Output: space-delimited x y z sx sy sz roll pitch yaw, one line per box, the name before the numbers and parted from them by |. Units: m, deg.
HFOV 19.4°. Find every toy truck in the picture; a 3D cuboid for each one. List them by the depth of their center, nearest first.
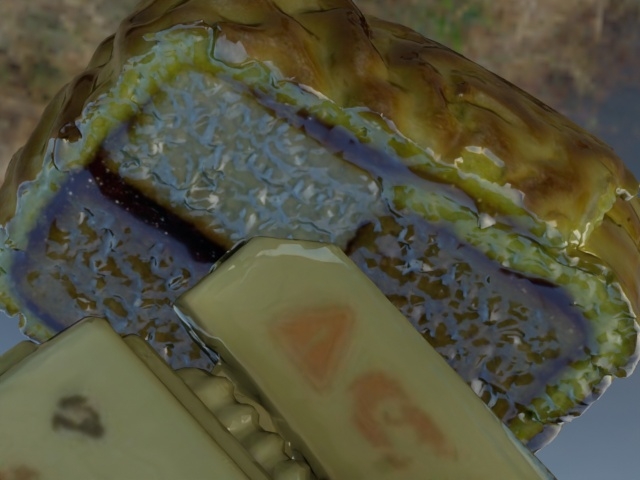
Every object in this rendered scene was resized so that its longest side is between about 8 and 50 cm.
toy truck | 0.022 0.188 0.466 0.405 0.254 0.180 44 172 21

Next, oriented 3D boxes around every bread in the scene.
bread | 0.000 0.000 0.686 0.222 0.096 0.181 32 122 -8
